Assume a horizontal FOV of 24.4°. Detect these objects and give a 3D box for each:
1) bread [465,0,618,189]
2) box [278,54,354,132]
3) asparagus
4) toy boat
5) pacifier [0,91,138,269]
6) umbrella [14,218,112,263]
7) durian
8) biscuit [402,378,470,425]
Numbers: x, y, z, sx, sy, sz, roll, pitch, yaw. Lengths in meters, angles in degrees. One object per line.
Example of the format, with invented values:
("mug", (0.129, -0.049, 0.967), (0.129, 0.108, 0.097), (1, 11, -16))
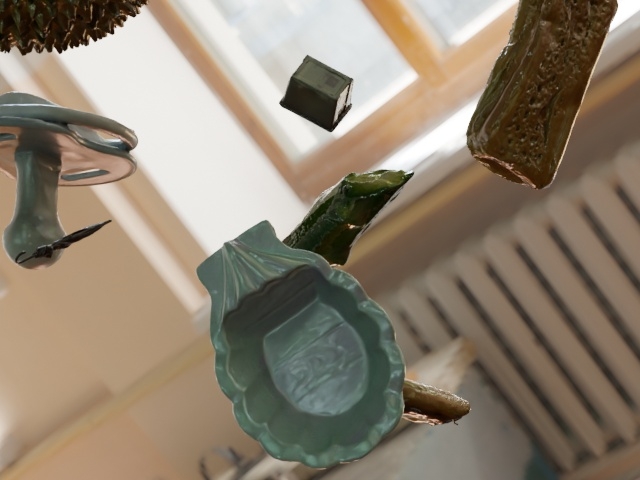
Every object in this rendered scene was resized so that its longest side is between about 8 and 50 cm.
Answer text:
("bread", (0.272, -0.199, 1.798), (0.077, 0.139, 0.271), (2, 67, 56))
("box", (-0.003, -0.195, 1.946), (0.060, 0.085, 0.063), (-54, -13, -32))
("asparagus", (0.001, -0.001, 1.832), (0.082, 0.085, 0.343), (-47, -1, -45))
("toy boat", (-0.019, 0.119, 1.631), (0.199, 0.290, 0.100), (-34, -18, 3))
("pacifier", (-0.359, -0.072, 1.942), (0.238, 0.225, 0.287), (-4, -12, 27))
("umbrella", (-0.272, 0.002, 1.569), (0.122, 0.013, 0.022), (-24, -32, -37))
("durian", (-0.302, -0.314, 1.594), (0.293, 0.258, 0.258), (-32, 0, -42))
("biscuit", (0.094, 0.200, 1.850), (0.299, 0.154, 0.045), (113, 170, -81))
